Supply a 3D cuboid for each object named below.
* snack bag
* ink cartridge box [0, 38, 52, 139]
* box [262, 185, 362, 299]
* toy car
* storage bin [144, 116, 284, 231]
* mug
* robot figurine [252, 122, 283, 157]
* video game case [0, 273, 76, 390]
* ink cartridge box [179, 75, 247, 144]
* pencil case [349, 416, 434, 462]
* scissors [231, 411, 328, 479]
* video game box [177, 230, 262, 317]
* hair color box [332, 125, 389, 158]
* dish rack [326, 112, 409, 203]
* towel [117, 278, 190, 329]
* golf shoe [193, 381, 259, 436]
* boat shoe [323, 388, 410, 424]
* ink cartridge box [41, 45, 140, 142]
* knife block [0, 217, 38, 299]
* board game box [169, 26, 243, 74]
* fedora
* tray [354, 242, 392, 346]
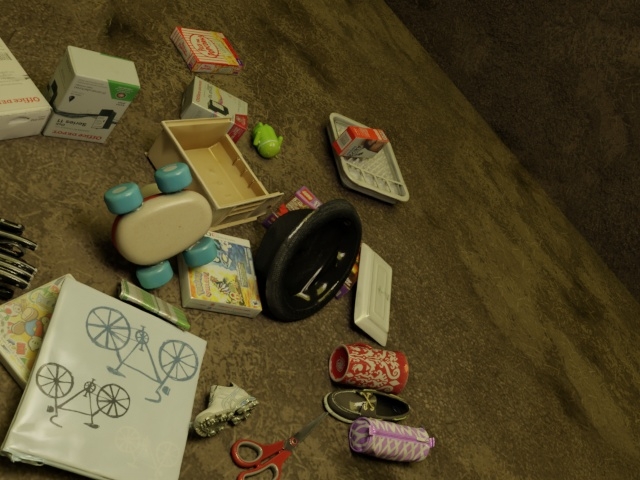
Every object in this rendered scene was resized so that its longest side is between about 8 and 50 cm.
[{"bbox_3d":[-0.361,0.270,1.151,0.323,0.037,0.342,32,43,-31],"label":"snack bag"},{"bbox_3d":[-0.703,-0.321,1.360,0.218,0.092,0.159,51,36,9],"label":"ink cartridge box"},{"bbox_3d":[0.000,0.000,1.786,0.293,0.057,0.201,45,35,-2],"label":"box"},{"bbox_3d":[-0.369,-0.053,1.401,0.210,0.238,0.219,-27,119,-23],"label":"toy car"},{"bbox_3d":[-0.262,-0.171,1.632,0.260,0.123,0.262,-19,70,-51],"label":"storage bin"},{"bbox_3d":[0.104,0.312,1.579,0.169,0.150,0.113,16,82,-29],"label":"mug"},{"bbox_3d":[-0.160,-0.292,1.897,0.101,0.067,0.115,8,50,-48],"label":"robot figurine"},{"bbox_3d":[-0.469,0.187,1.164,0.227,0.026,0.206,49,36,4],"label":"video game case"},{"bbox_3d":[-0.301,-0.368,1.824,0.175,0.072,0.127,24,42,-29],"label":"ink cartridge box"},{"bbox_3d":[0.165,0.462,1.483,0.206,0.088,0.086,18,64,-31],"label":"pencil case"},{"bbox_3d":[-0.065,0.439,1.338,0.297,0.021,0.109,-3,55,-47],"label":"scissors"},{"bbox_3d":[-0.238,0.071,1.490,0.187,0.048,0.205,12,48,-35],"label":"video game box"},{"bbox_3d":[0.131,-0.315,2.071,0.167,0.093,0.053,-5,59,-46],"label":"hair color box"},{"bbox_3d":[0.147,-0.266,2.177,0.286,0.072,0.332,16,46,-34],"label":"dish rack"},{"bbox_3d":[-0.340,0.133,1.302,0.152,0.023,0.113,33,-1,-21],"label":"towel"},{"bbox_3d":[-0.203,0.327,1.263,0.086,0.069,0.176,44,16,20],"label":"golf shoe"},{"bbox_3d":[0.113,0.388,1.518,0.228,0.069,0.081,19,44,-32],"label":"boat shoe"},{"bbox_3d":[-0.524,-0.319,1.441,0.153,0.208,0.086,1,58,-44],"label":"ink cartridge box"},{"bbox_3d":[-0.643,0.018,1.098,0.242,0.088,0.276,54,36,12],"label":"knife block"},{"bbox_3d":[-0.353,-0.590,2.007,0.194,0.045,0.146,-14,67,-50],"label":"board game box"},{"bbox_3d":[-0.049,0.030,1.586,0.153,0.333,0.334,27,23,35],"label":"fedora"},{"bbox_3d":[0.155,0.143,1.769,0.145,0.030,0.270,42,41,-35],"label":"tray"}]
